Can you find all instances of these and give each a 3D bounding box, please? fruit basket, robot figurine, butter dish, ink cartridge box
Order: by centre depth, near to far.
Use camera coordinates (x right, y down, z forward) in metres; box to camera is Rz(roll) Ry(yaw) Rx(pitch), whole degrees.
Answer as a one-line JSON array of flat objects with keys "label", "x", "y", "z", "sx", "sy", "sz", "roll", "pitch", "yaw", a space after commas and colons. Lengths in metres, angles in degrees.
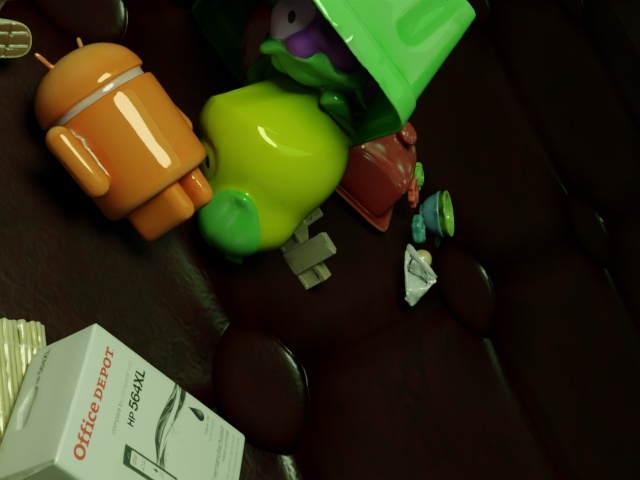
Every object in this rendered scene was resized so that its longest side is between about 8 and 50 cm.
[{"label": "ink cartridge box", "x": -0.170, "y": 0.194, "z": 0.967, "sx": 0.203, "sy": 0.086, "sz": 0.148, "roll": 44, "pitch": 35, "yaw": -33}, {"label": "robot figurine", "x": -0.204, "y": -0.109, "z": 1.127, "sx": 0.158, "sy": 0.128, "sz": 0.219, "roll": -38, "pitch": 98, "yaw": -19}, {"label": "fruit basket", "x": -0.044, "y": -0.175, "z": 1.250, "sx": 0.283, "sy": 0.392, "sz": 0.392, "roll": 53, "pitch": 36, "yaw": -10}, {"label": "butter dish", "x": 0.079, "y": -0.122, "z": 1.486, "sx": 0.160, "sy": 0.118, "sz": 0.160, "roll": 42, "pitch": 40, "yaw": -24}]

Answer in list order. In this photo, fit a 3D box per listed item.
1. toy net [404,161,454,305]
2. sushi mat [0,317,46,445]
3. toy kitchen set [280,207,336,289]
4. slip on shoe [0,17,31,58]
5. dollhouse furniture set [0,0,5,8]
[{"label": "toy net", "x": 0.146, "y": -0.008, "z": 1.512, "sx": 0.232, "sy": 0.045, "sz": 0.122, "roll": -75, "pitch": 155, "yaw": -50}, {"label": "sushi mat", "x": -0.276, "y": 0.207, "z": 0.908, "sx": 0.151, "sy": 0.019, "sz": 0.317, "roll": 13, "pitch": 56, "yaw": -47}, {"label": "toy kitchen set", "x": 0.000, "y": 0.000, "z": 1.347, "sx": 0.083, "sy": 0.068, "sz": 0.075, "roll": 58, "pitch": 35, "yaw": -4}, {"label": "slip on shoe", "x": -0.355, "y": -0.203, "z": 1.084, "sx": 0.135, "sy": 0.041, "sz": 0.051, "roll": -6, "pitch": 106, "yaw": -36}, {"label": "dollhouse furniture set", "x": -0.381, "y": -0.322, "z": 1.009, "sx": 0.259, "sy": 0.135, "sz": 0.262, "roll": 33, "pitch": 43, "yaw": -15}]
